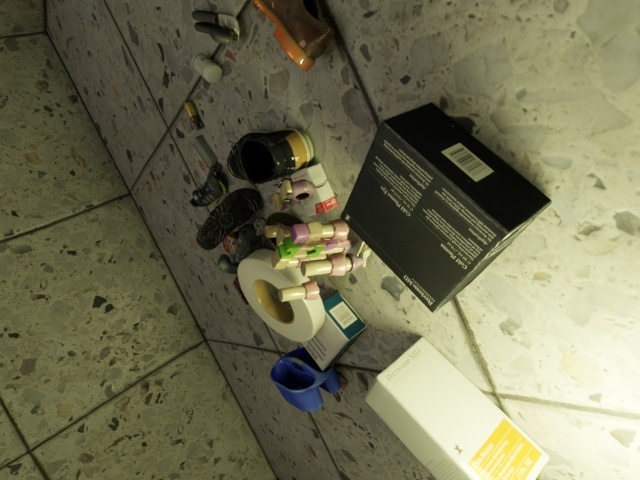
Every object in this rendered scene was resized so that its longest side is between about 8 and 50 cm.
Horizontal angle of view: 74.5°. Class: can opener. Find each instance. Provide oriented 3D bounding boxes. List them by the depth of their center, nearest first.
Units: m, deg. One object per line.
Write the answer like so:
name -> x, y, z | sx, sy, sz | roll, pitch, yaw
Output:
can opener -> -0.355, -0.715, 1.396 | 0.280, 0.093, 0.074 | 37, 142, 40

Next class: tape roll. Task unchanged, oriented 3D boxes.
tape roll -> -0.153, 0.211, 1.579 | 0.392, 0.072, 0.392 | 27, 138, 28

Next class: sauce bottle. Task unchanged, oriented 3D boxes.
sauce bottle -> -0.556, -0.545, 1.837 | 0.042, 0.042, 0.128 | -5, 110, 55

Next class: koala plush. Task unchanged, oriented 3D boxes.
koala plush -> -0.303, 0.024, 1.775 | 0.196, 0.203, 0.221 | -30, 51, 36

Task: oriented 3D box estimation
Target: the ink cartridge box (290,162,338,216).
ink cartridge box -> -0.021, -0.164, 1.370 | 0.109, 0.063, 0.150 | -10, 106, 55

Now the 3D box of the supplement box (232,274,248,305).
supplement box -> -0.333, 0.201, 1.978 | 0.130, 0.073, 0.239 | 54, 147, 12

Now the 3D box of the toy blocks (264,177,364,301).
toy blocks -> 0.000, 0.000, 1.306 | 0.288, 0.260, 0.308 | -51, 51, 57

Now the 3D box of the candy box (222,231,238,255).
candy box -> -0.421, 0.018, 2.074 | 0.187, 0.053, 0.109 | 19, 128, 45

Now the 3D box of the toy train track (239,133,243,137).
toy train track -> -0.293, -0.374, 1.632 | 0.083, 0.014, 0.048 | 61, 148, -2

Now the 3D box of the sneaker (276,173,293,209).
sneaker -> -0.118, -0.161, 1.507 | 0.071, 0.068, 0.170 | 43, 143, 17

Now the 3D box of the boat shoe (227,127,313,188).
boat shoe -> -0.224, -0.285, 1.476 | 0.500, 0.156, 0.186 | 6, 120, 53

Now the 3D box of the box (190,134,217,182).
box -> -0.545, -0.375, 1.957 | 0.145, 0.038, 0.186 | 56, 148, 8

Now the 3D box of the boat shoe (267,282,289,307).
boat shoe -> -0.221, 0.207, 1.816 | 0.227, 0.081, 0.079 | 52, 146, 14

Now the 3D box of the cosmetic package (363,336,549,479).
cosmetic package -> 0.372, 0.531, 1.208 | 0.453, 0.230, 0.161 | 43, 143, 25

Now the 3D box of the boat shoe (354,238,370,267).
boat shoe -> 0.137, 0.035, 1.327 | 0.043, 0.049, 0.137 | 10, 133, -2

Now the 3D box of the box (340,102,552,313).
box -> 0.253, -0.071, 0.957 | 0.343, 0.179, 0.312 | 48, 145, 20

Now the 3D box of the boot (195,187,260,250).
boot -> -0.392, -0.120, 1.842 | 0.131, 0.348, 0.260 | 49, -168, -12

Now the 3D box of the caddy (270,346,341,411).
caddy -> -0.073, 0.592, 1.860 | 0.341, 0.241, 0.179 | 2, 120, 53

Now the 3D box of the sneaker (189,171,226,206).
sneaker -> -0.530, -0.222, 1.974 | 0.111, 0.121, 0.300 | 58, 148, 4

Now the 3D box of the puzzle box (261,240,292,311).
puzzle box -> -0.214, 0.161, 1.897 | 0.409, 0.052, 0.272 | 34, 138, 36

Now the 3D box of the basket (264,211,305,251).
basket -> -0.141, 0.028, 1.609 | 0.204, 0.154, 0.227 | 46, 149, 11

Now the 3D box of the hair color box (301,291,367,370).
hair color box -> 0.038, 0.364, 1.653 | 0.174, 0.105, 0.347 | 50, 146, 18

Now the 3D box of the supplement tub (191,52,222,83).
supplement tub -> -0.420, -0.637, 1.553 | 0.107, 0.071, 0.071 | 43, 144, 24

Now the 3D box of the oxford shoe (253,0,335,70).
oxford shoe -> -0.080, -0.614, 1.093 | 0.133, 0.130, 0.363 | -37, 74, 25
